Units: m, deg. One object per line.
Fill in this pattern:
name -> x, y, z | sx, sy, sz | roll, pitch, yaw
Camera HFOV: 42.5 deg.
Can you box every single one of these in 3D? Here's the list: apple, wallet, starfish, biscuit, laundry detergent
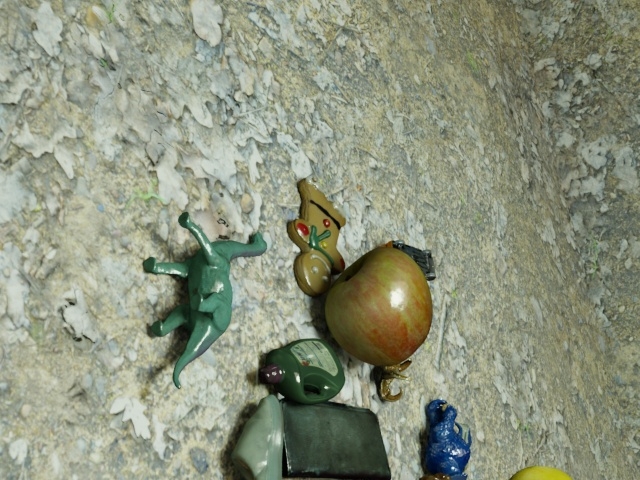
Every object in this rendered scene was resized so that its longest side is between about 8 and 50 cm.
apple -> 0.141, 0.154, 1.879 | 0.234, 0.257, 0.257 | 47, 36, -3
wallet -> 0.025, 0.424, 1.747 | 0.318, 0.045, 0.173 | 17, 53, -44
starfish -> 0.196, 0.292, 1.992 | 0.074, 0.146, 0.190 | 20, 41, 7
biscuit -> 0.000, 0.000, 1.961 | 0.197, 0.049, 0.302 | 40, 43, -32
laundry detergent -> -0.044, 0.276, 1.701 | 0.221, 0.078, 0.144 | -4, 59, -57

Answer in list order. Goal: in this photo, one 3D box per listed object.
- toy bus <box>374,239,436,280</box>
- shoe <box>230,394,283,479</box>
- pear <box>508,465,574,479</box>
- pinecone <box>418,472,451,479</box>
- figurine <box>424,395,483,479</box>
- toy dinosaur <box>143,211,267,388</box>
toy bus -> 0.230, 0.061, 2.209 | 0.194, 0.088, 0.083 | 18, 58, -47
shoe -> -0.118, 0.405, 1.534 | 0.100, 0.103, 0.251 | 1, 46, -9
pear -> 0.551, 0.778, 2.010 | 0.362, 0.362, 0.419 | 38, 44, -36
pinecone -> 0.253, 0.626, 1.797 | 0.246, 0.246, 0.292 | 59, 18, -13
figurine -> 0.311, 0.510, 2.056 | 0.164, 0.120, 0.262 | 54, 18, -31
toy dinosaur -> -0.184, 0.120, 1.604 | 0.331, 0.129, 0.384 | 29, 50, -55
